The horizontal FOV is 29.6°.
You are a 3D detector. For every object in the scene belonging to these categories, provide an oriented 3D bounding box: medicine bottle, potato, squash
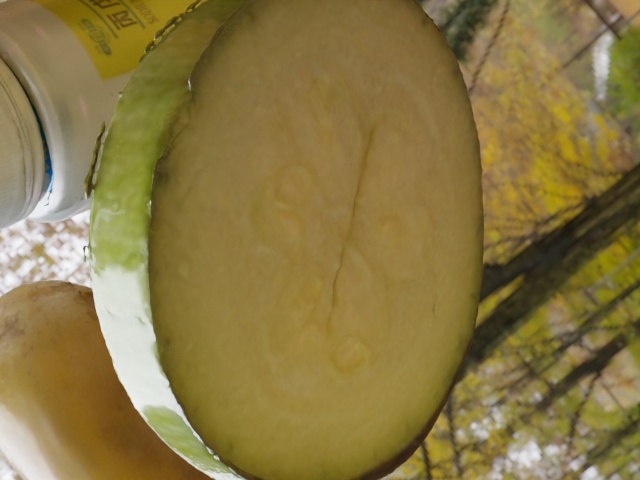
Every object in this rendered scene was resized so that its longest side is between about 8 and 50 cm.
[{"bbox_3d":[-0.161,-0.090,0.781,0.258,0.143,0.143,-29,-104,-41],"label":"medicine bottle"},{"bbox_3d":[-0.144,0.130,0.817,0.234,0.146,0.150,48,-165,3],"label":"potato"},{"bbox_3d":[-0.004,-0.001,0.503,0.041,0.219,0.219,4,161,41],"label":"squash"}]
